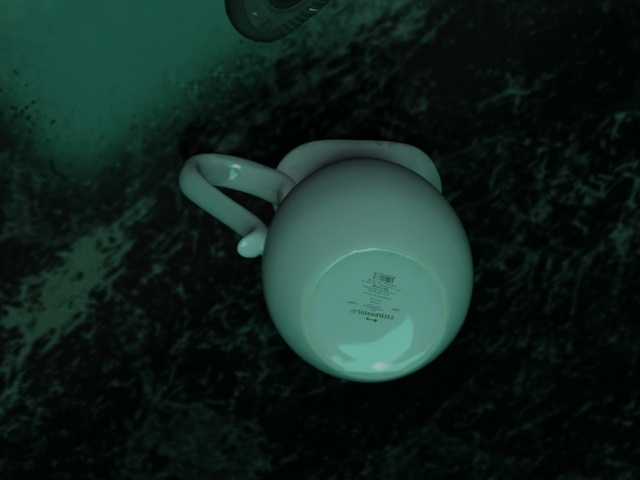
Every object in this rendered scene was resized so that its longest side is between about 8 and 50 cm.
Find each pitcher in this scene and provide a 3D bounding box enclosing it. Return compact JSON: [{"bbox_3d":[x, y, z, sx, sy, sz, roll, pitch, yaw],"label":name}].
[{"bbox_3d":[0.000,0.000,1.179,0.178,0.207,0.125,8,111,-7],"label":"pitcher"}]

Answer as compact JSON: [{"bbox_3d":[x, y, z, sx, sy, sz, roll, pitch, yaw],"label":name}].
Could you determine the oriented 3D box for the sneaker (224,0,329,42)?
[{"bbox_3d":[0.018,-0.211,1.147,0.078,0.106,0.234,34,106,-16],"label":"sneaker"}]
